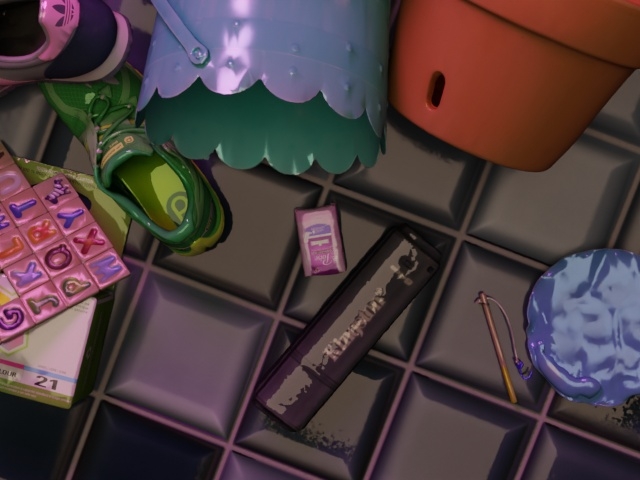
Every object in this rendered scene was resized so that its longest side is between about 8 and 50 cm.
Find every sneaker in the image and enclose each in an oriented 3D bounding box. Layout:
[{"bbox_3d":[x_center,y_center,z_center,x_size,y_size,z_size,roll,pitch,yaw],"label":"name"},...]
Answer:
[{"bbox_3d":[-0.368,-0.218,1.239,0.319,0.131,0.112,-9,74,25],"label":"sneaker"},{"bbox_3d":[-0.214,-0.113,1.280,0.109,0.123,0.295,-41,84,3],"label":"sneaker"}]

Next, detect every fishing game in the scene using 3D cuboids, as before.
[{"bbox_3d":[0.330,0.100,1.317,0.264,0.041,0.189,-21,92,12],"label":"fishing game"}]

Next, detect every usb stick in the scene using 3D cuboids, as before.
[{"bbox_3d":[0.030,0.103,1.325,0.077,0.045,0.278,40,94,1],"label":"usb stick"}]

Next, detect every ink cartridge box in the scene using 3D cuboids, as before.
[{"bbox_3d":[-0.336,0.041,1.312,0.189,0.097,0.255,14,94,2],"label":"ink cartridge box"}]

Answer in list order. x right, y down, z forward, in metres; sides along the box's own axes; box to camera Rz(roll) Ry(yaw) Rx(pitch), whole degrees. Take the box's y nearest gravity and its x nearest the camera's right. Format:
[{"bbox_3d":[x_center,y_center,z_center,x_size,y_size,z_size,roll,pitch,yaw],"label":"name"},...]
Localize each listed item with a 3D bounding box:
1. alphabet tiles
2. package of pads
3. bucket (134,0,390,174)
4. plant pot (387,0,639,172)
[{"bbox_3d":[-0.360,-0.005,1.285,0.198,0.009,0.237,-29,68,-20],"label":"alphabet tiles"},{"bbox_3d":[0.000,0.000,1.327,0.050,0.032,0.083,-8,93,6],"label":"package of pads"},{"bbox_3d":[-0.054,-0.190,1.180,0.281,0.281,0.183,5,78,2],"label":"bucket"},{"bbox_3d":[0.197,-0.206,1.201,0.291,0.291,0.203,24,111,1],"label":"plant pot"}]
